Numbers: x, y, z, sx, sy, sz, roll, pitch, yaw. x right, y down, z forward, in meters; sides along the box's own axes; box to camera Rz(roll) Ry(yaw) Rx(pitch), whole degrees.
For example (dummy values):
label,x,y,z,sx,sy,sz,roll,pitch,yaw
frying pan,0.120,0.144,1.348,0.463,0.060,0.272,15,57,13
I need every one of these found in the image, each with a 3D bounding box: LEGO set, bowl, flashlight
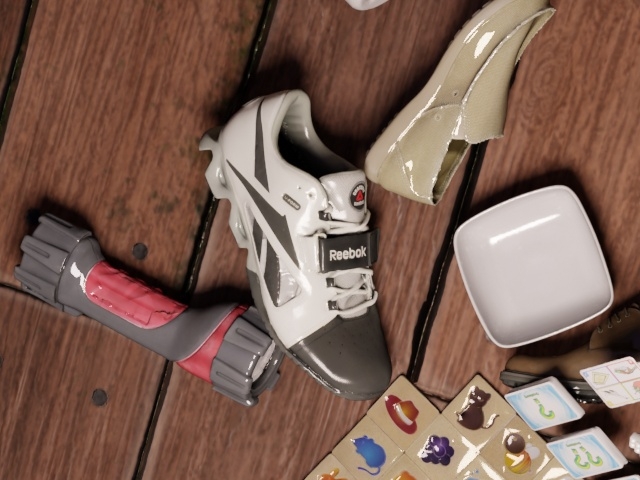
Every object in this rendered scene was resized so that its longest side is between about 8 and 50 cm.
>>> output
label,x,y,z,sx,sy,sz,roll,pitch,yaw
LEGO set,0.294,0.198,1.809,0.182,0.060,0.244,49,146,-12
bowl,0.216,0.026,1.936,0.142,0.053,0.142,-22,84,16
flashlight,-0.178,0.065,2.040,0.304,0.103,0.103,28,72,17

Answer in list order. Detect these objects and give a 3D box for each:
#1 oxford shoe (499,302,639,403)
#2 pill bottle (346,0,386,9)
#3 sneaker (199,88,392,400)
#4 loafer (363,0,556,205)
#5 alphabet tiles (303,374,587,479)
label,x,y,z,sx,sy,sz,roll,pitch,yaw
oxford shoe,0.289,0.112,1.905,0.227,0.083,0.096,-4,79,10
pill bottle,0.011,-0.345,1.969,0.117,0.117,0.208,-45,78,13
sneaker,0.000,0.000,1.950,0.146,0.122,0.330,-34,80,39
loafer,0.155,-0.144,1.937,0.092,0.102,0.268,43,111,12
alphabet tiles,0.109,0.319,1.991,0.285,0.011,0.342,44,102,14
